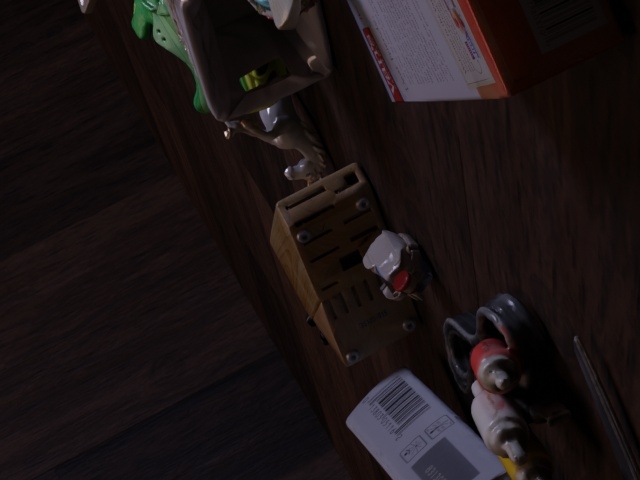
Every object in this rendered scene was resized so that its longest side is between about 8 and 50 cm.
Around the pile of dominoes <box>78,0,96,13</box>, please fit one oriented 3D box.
[{"bbox_3d":[-0.159,-0.324,1.311,0.196,0.040,0.251,-32,65,59],"label":"pile of dominoes"}]

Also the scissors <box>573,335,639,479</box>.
[{"bbox_3d":[0.229,0.195,1.120,0.109,0.021,0.297,56,169,54],"label":"scissors"}]

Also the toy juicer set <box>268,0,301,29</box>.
[{"bbox_3d":[-0.070,-0.294,0.881,0.329,0.089,0.209,90,164,-47],"label":"toy juicer set"}]

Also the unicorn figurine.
[{"bbox_3d":[-0.048,-0.119,1.657,0.060,0.111,0.162,-25,68,49],"label":"unicorn figurine"}]

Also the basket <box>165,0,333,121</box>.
[{"bbox_3d":[-0.067,-0.198,1.377,0.167,0.113,0.103,76,168,-58],"label":"basket"}]

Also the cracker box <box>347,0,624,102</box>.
[{"bbox_3d":[0.059,-0.153,0.848,0.156,0.067,0.232,65,171,-9],"label":"cracker box"}]

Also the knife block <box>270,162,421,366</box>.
[{"bbox_3d":[0.000,0.000,1.688,0.242,0.088,0.276,52,168,51],"label":"knife block"}]

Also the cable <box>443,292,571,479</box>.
[{"bbox_3d":[0.119,0.094,1.286,0.287,0.072,0.139,-141,30,-72],"label":"cable"}]

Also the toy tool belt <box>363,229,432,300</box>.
[{"bbox_3d":[0.077,0.028,1.467,0.051,0.052,0.083,30,-164,-33],"label":"toy tool belt"}]

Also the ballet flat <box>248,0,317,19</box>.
[{"bbox_3d":[-0.041,-0.242,1.232,0.077,0.091,0.241,25,-150,-48],"label":"ballet flat"}]

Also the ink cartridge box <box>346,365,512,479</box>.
[{"bbox_3d":[0.207,0.312,1.557,0.385,0.091,0.308,47,177,-19],"label":"ink cartridge box"}]

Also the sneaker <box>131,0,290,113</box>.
[{"bbox_3d":[-0.136,-0.244,1.546,0.296,0.123,0.109,65,-154,-14],"label":"sneaker"}]
